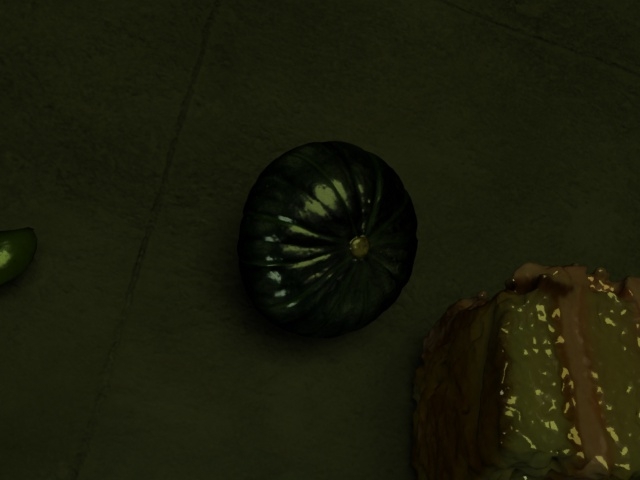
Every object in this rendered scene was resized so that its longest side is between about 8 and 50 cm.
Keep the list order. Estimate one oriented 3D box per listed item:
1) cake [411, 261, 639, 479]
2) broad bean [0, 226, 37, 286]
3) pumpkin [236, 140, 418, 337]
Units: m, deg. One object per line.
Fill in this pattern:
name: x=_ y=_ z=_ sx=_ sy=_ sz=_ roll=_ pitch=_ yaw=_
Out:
cake: x=0.292 y=0.198 z=1.304 sx=0.307 sy=0.314 sz=0.293 roll=8 pitch=62 yaw=-14
broad bean: x=-0.457 y=0.075 z=1.236 sx=0.098 sy=0.056 sz=0.318 roll=35 pitch=58 yaw=20
pumpkin: x=0.000 y=0.000 z=1.358 sx=0.250 sy=0.216 sz=0.249 roll=3 pitch=86 yaw=-44
